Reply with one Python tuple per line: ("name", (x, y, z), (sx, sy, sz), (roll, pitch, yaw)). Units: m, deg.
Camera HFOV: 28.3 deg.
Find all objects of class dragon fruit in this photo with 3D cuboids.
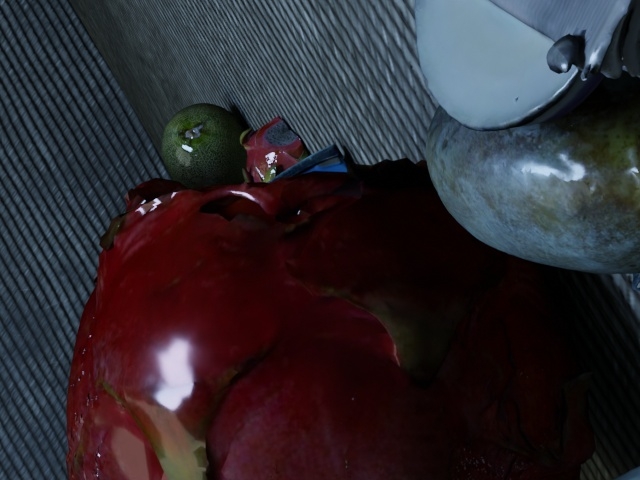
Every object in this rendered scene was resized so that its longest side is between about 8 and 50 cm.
("dragon fruit", (0.006, 0.091, 0.699), (0.295, 0.295, 0.302), (-147, 38, -72))
("dragon fruit", (-0.045, -0.074, 1.175), (0.083, 0.060, 0.056), (54, 173, 46))

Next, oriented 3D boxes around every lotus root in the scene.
("lotus root", (0.094, -0.026, 0.439), (0.088, 0.088, 0.165), (63, 164, -21))

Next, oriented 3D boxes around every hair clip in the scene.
("hair clip", (0.063, -0.088, 0.385), (0.116, 0.049, 0.172), (-67, 27, 18))

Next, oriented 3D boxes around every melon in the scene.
("melon", (-0.125, -0.097, 1.425), (0.099, 0.099, 0.162), (58, 177, 14))

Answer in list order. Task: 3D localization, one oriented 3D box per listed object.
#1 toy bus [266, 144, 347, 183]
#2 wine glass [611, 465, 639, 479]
("toy bus", (0.000, 0.000, 1.061), (0.106, 0.090, 0.185), (57, 173, 13))
("wine glass", (0.183, 0.192, 0.550), (0.204, 0.111, 0.111), (61, 172, 9))
